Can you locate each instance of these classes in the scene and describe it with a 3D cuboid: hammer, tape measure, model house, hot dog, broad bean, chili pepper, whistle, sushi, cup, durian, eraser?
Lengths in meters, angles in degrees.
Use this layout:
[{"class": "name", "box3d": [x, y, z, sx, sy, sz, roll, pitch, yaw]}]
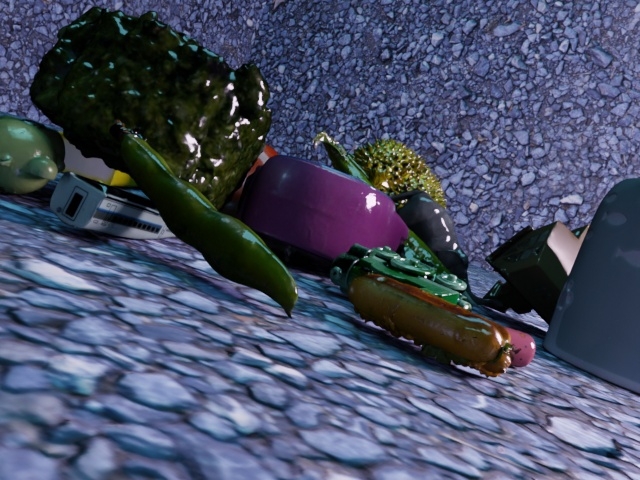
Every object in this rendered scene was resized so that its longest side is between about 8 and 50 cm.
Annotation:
[{"class": "hammer", "box3d": [0.187, 0.110, 0.710, 0.083, 0.043, 0.043, 16, 5, -15]}, {"class": "tape measure", "box3d": [0.004, -0.024, 0.989, 0.245, 0.149, 0.231, 24, -3, -35]}, {"class": "model house", "box3d": [0.375, 0.072, 1.189, 0.181, 0.176, 0.248, 46, -31, -10]}, {"class": "hot dog", "box3d": [0.096, 0.077, 0.634, 0.188, 0.055, 0.072, 22, 3, 41]}, {"class": "broad bean", "box3d": [-0.122, -0.022, 0.652, 0.297, 0.060, 0.043, 40, 35, 27]}, {"class": "chili pepper", "box3d": [0.098, -0.041, 1.125, 0.085, 0.076, 0.359, -18, 61, -41]}, {"class": "whistle", "box3d": [-0.354, -0.101, 0.784, 0.105, 0.085, 0.227, 17, 6, -17]}, {"class": "sushi", "box3d": [-0.224, -0.163, 0.889, 0.294, 0.178, 0.352, 31, -9, -6]}, {"class": "cup", "box3d": [0.499, 0.076, 0.877, 0.259, 0.274, 0.357, 16, 4, -25]}, {"class": "durian", "box3d": [0.143, -0.073, 1.474, 0.291, 0.291, 0.224, 19, 18, 1]}, {"class": "eraser", "box3d": [-0.415, -0.151, 1.245, 0.158, 0.069, 0.226, 16, 5, 0]}]

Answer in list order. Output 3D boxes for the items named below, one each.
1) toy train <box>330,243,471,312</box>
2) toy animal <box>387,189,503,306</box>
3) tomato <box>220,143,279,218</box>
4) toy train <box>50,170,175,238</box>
[{"class": "toy train", "box3d": [0.090, 0.057, 0.789, 0.104, 0.071, 0.178, -1, 19, -45]}, {"class": "toy animal", "box3d": [0.194, 0.031, 1.179, 0.269, 0.137, 0.082, 60, 10, 8]}, {"class": "tomato", "box3d": [-0.140, -0.099, 1.186, 0.167, 0.167, 0.167, 18, 4, -1]}, {"class": "toy train", "box3d": [-0.198, -0.024, 0.737, 0.055, 0.048, 0.252, 24, 0, 15]}]
